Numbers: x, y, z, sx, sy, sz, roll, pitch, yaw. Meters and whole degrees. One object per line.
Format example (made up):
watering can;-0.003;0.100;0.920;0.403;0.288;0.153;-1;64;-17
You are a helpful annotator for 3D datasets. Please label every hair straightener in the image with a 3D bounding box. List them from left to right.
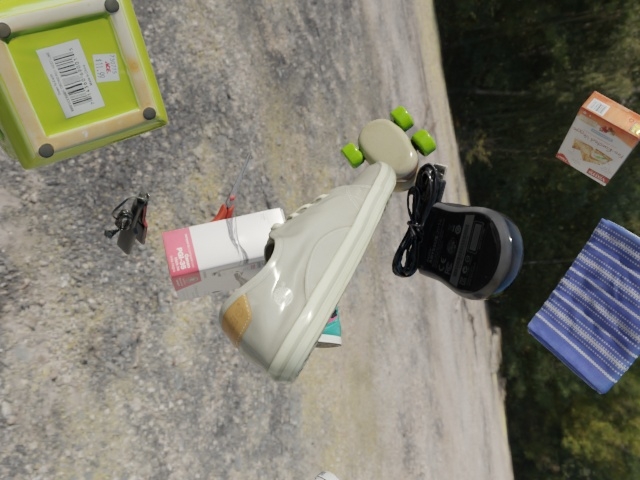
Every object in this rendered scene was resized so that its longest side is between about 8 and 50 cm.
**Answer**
hair straightener;-0.375;-0.027;1.073;0.047;0.230;0.089;48;56;0

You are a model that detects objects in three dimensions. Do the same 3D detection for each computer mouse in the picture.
computer mouse;0.201;0.000;0.769;0.272;0.072;0.188;-139;-118;-67

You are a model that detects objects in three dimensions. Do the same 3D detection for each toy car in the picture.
toy car;0.156;-0.160;1.172;0.149;0.155;0.188;55;2;27

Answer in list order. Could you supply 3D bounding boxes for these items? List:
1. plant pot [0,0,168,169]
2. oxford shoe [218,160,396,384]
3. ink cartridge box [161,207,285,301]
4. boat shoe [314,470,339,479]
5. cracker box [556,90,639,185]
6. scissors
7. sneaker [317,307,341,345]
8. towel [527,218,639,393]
plant pot;-0.343;-0.228;0.727;0.227;0.207;0.228;-25;122;-23
oxford shoe;0.000;0.000;0.768;0.449;0.130;0.169;-56;171;-48
ink cartridge box;-0.220;0.037;1.325;0.207;0.283;0.117;108;-32;-66
boat shoe;0.067;0.654;1.237;0.088;0.096;0.267;-32;80;-40
cracker box;0.726;-0.258;1.423;0.067;0.156;0.232;-47;159;-12
scissors;-0.236;-0.091;1.378;0.109;0.021;0.297;-21;142;-43
sneaker;-0.052;0.193;1.525;0.295;0.124;0.178;20;62;-43
towel;0.641;0.148;1.245;0.040;0.336;0.243;8;28;-35
